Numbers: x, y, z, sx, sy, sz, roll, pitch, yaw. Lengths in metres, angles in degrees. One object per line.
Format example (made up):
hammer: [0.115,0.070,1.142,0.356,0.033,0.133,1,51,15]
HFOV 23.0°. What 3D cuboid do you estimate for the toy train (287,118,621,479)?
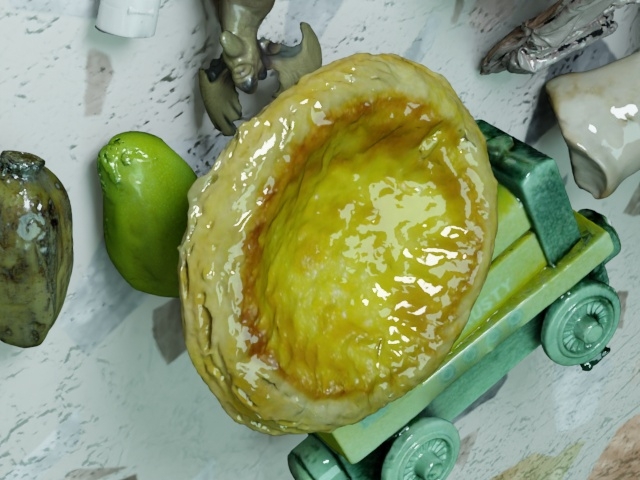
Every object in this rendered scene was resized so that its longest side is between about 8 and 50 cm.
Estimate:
toy train: [0.112,0.069,1.473,0.397,0.160,0.253,-38,131,-12]

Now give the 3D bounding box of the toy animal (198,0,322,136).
toy animal: [-0.048,-0.186,1.184,0.214,0.094,0.186,-69,162,0]

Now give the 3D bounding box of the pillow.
pillow: [0.231,-0.199,1.351,0.135,0.049,0.248,-27,175,-21]

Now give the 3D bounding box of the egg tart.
egg tart: [0.000,0.000,1.254,0.319,0.128,0.318,-13,111,-38]

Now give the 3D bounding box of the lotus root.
lotus root: [-0.229,0.009,1.181,0.089,0.081,0.179,-67,167,-52]

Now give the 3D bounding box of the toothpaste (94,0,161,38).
toothpaste: [-0.122,-0.243,1.127,0.071,0.045,0.193,-11,119,-46]

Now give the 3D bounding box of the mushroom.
mushroom: [0.356,-0.151,1.461,0.290,0.297,0.297,-10,133,7]

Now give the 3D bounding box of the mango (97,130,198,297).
mango: [-0.131,-0.016,1.253,0.091,0.074,0.165,-36,137,-14]
